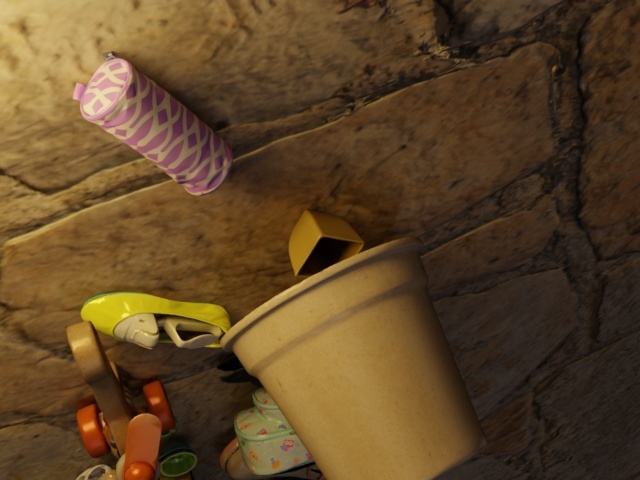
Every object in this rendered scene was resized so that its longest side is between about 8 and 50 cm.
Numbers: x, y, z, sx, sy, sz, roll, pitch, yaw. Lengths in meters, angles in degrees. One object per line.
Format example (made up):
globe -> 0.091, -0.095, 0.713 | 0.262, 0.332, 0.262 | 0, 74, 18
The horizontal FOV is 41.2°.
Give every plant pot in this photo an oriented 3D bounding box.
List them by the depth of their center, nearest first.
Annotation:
plant pot -> 0.070, 0.209, 1.229 | 0.334, 0.305, 0.334 | -26, 168, -6
plant pot -> 0.000, 0.000, 1.243 | 0.081, 0.083, 0.081 | 10, 127, -35

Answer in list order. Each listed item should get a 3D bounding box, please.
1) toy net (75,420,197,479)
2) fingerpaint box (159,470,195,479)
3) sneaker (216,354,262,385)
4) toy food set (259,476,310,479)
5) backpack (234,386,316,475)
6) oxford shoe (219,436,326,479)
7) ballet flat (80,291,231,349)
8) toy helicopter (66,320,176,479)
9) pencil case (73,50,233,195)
toy net -> -0.338, 0.398, 1.486 | 0.232, 0.045, 0.122 | -25, 138, -4
fingerpaint box -> -0.379, 0.645, 1.466 | 0.445, 0.371, 0.163 | -20, 138, -10
sneaker -> -0.082, 0.196, 1.417 | 0.170, 0.051, 0.089 | -28, 143, 4
toy food set -> -0.062, 0.538, 1.775 | 0.132, 0.038, 0.192 | -24, 138, -5
backpack -> -0.054, 0.316, 1.458 | 0.188, 0.166, 0.144 | -22, 105, -13
oxford shoe -> 0.013, 0.393, 1.590 | 0.397, 0.146, 0.140 | -11, 136, -18
ballet flat -> -0.231, 0.125, 1.248 | 0.231, 0.077, 0.077 | 8, 128, -33
toy helicopter -> -0.294, 0.255, 1.225 | 0.140, 0.235, 0.355 | -19, 137, -10
pencil case -> -0.195, -0.130, 1.014 | 0.088, 0.086, 0.206 | -10, 147, 34
